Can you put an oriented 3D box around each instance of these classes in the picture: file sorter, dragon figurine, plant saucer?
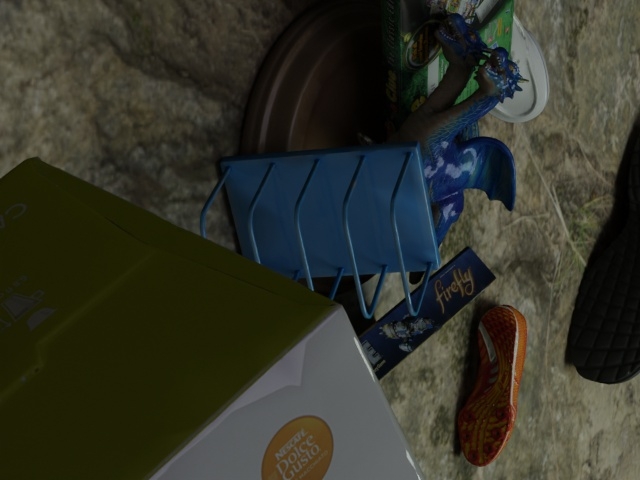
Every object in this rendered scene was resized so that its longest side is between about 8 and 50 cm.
[{"bbox_3d":[0.000,0.000,1.356,0.104,0.170,0.118,-69,151,-57],"label":"file sorter"},{"bbox_3d":[0.120,-0.063,1.459,0.144,0.085,0.289,-27,137,-11],"label":"dragon figurine"},{"bbox_3d":[0.029,-0.082,1.507,0.278,0.041,0.278,-19,115,-49],"label":"plant saucer"}]

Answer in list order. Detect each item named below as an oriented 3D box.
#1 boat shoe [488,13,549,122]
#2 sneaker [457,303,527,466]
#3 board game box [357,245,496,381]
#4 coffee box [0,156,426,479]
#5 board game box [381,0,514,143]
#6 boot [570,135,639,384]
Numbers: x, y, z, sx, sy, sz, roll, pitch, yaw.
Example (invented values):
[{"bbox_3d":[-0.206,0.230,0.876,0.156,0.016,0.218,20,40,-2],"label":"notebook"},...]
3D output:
[{"bbox_3d":[0.148,-0.189,1.572,0.258,0.095,0.084,47,21,-38],"label":"boat shoe"},{"bbox_3d":[0.193,0.157,1.762,0.067,0.064,0.175,12,92,-63],"label":"sneaker"},{"bbox_3d":[0.035,0.110,1.472,0.042,0.165,0.243,50,47,4],"label":"board game box"},{"bbox_3d":[-0.154,0.203,1.038,0.337,0.338,0.334,-41,130,-21],"label":"coffee box"},{"bbox_3d":[0.112,-0.191,1.428,0.136,0.030,0.259,-34,147,-23],"label":"board game box"},{"bbox_3d":[0.424,0.042,1.998,0.223,0.118,0.338,38,73,-55],"label":"boot"}]
